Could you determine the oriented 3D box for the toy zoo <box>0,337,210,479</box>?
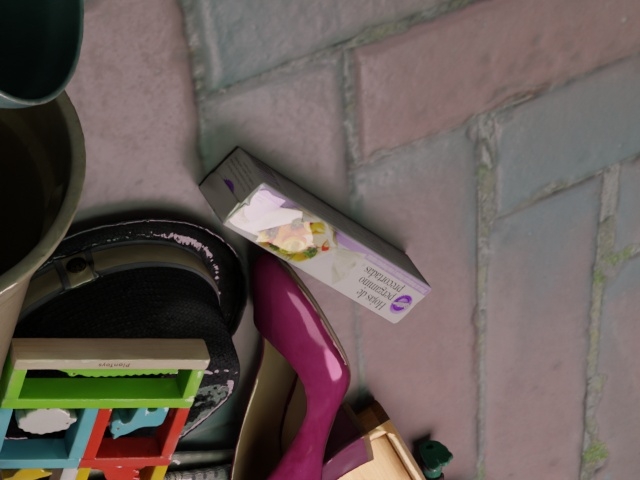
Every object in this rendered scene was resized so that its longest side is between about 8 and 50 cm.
[{"bbox_3d":[-0.238,0.205,1.743,0.192,0.030,0.293,2,134,-24],"label":"toy zoo"}]

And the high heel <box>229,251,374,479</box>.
[{"bbox_3d":[-0.058,0.176,1.970,0.181,0.127,0.377,-28,131,-10],"label":"high heel"}]

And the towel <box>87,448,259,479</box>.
[{"bbox_3d":[-0.259,0.365,2.089,0.324,0.056,0.312,-2,134,-44],"label":"towel"}]

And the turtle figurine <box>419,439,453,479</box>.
[{"bbox_3d":[0.134,0.376,2.329,0.175,0.118,0.234,-32,127,-22],"label":"turtle figurine"}]

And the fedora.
[{"bbox_3d":[-0.206,0.133,1.826,0.334,0.152,0.334,-19,138,-18],"label":"fedora"}]

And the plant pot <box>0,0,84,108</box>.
[{"bbox_3d":[-0.333,-0.217,1.323,0.196,0.293,0.293,-15,144,18],"label":"plant pot"}]

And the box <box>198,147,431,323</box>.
[{"bbox_3d":[0.000,0.000,1.901,0.063,0.067,0.324,-44,140,13],"label":"box"}]

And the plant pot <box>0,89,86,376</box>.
[{"bbox_3d":[-0.374,0.020,1.503,0.334,0.334,0.305,-15,147,-22],"label":"plant pot"}]

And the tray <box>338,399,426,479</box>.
[{"bbox_3d":[0.086,0.421,2.229,0.203,0.076,0.411,-31,112,-3],"label":"tray"}]
